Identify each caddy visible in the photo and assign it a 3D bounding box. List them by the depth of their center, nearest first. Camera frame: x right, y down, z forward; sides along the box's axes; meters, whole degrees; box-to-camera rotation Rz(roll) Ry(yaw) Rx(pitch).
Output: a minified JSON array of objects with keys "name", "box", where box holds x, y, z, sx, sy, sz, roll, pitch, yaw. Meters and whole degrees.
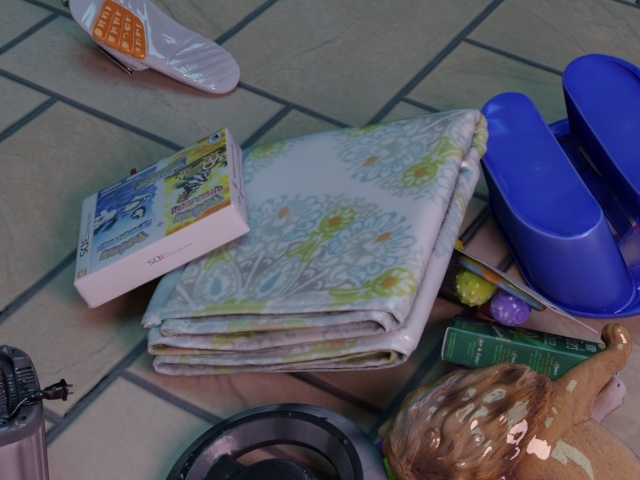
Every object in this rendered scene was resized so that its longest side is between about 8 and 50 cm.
[{"name":"caddy","box":[0.327,-0.059,1.575,0.241,0.179,0.341,-25,44,4]}]

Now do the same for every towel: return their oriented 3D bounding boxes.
[{"name":"towel","box":[0.000,0.000,1.467,0.321,0.090,0.374,-5,39,27]}]

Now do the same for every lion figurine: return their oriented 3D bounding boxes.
[{"name":"lion figurine","box":[0.258,0.233,1.198,0.240,0.142,0.392,-35,58,-26]}]

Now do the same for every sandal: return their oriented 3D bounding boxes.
[{"name":"sandal","box":[-0.240,-0.268,1.857,0.265,0.076,0.102,32,60,1]}]

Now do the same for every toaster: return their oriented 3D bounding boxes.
[{"name":"toaster","box":[-0.345,0.194,1.256,0.227,0.146,0.129,-10,44,-14]}]

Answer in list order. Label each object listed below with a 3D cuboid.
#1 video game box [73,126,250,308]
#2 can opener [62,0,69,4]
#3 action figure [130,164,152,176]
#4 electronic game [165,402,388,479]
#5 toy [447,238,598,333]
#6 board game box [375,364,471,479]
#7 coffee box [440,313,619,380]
[{"name":"video game box","box":[-0.183,-0.029,1.513,0.205,0.048,0.187,-26,34,10]},{"name":"can opener","box":[-0.395,-0.455,2.067,0.093,0.074,0.280,18,30,-40]},{"name":"action figure","box":[-0.207,-0.053,1.639,0.038,0.030,0.115,-9,44,-21]},{"name":"electronic game","box":[-0.047,0.252,1.264,0.229,0.048,0.229,-8,46,9]},{"name":"toy","box":[0.183,0.052,1.465,0.137,0.056,0.237,27,7,-33]},{"name":"board game box","box":[0.217,0.271,1.285,0.347,0.056,0.208,30,52,27]},{"name":"coffee box","box":[0.227,0.121,1.420,0.184,0.040,0.113,12,7,10]}]
